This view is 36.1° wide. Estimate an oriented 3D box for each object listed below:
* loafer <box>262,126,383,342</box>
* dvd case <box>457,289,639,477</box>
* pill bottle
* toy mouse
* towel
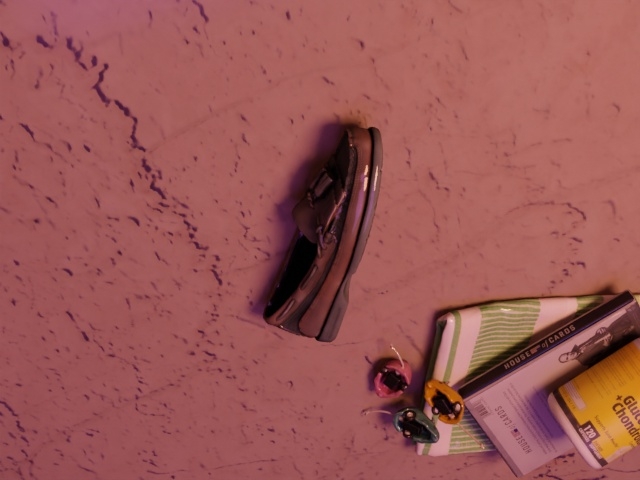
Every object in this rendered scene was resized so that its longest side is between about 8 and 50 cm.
[{"bbox_3d":[0.000,0.000,1.029,0.084,0.096,0.267,7,125,-9],"label":"loafer"},{"bbox_3d":[0.310,0.183,1.218,0.239,0.029,0.179,-31,124,8],"label":"dvd case"},{"bbox_3d":[0.368,0.178,1.148,0.184,0.103,0.103,-35,124,9],"label":"pill bottle"},{"bbox_3d":[0.110,0.194,1.201,0.143,0.031,0.161,-25,103,45],"label":"toy mouse"},{"bbox_3d":[0.289,0.174,1.245,0.325,0.038,0.247,-1,124,-11],"label":"towel"}]
